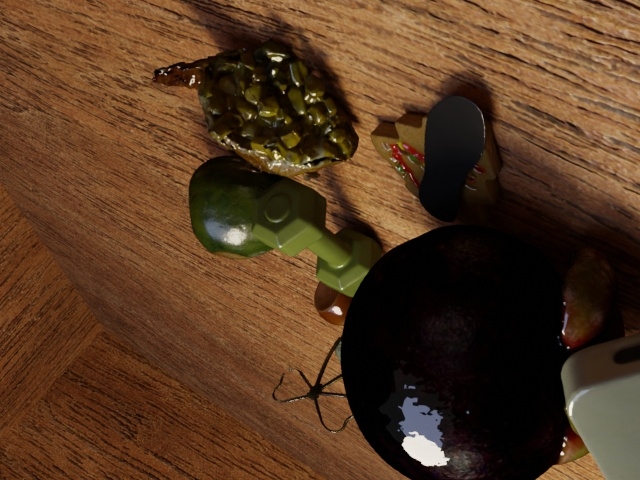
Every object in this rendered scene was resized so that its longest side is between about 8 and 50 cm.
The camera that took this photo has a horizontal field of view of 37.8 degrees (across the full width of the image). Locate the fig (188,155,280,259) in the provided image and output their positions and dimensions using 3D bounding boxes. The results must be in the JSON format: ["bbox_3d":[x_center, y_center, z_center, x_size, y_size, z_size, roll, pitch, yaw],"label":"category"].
[{"bbox_3d":[-0.122,-0.056,1.701,0.245,0.195,0.195,8,161,-13],"label":"fig"}]

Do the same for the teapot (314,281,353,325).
[{"bbox_3d":[0.058,0.112,1.788,0.116,0.116,0.173,45,130,-9],"label":"teapot"}]

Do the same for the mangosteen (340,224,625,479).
[{"bbox_3d":[0.239,0.165,1.274,0.435,0.382,0.382,-2,134,41],"label":"mangosteen"}]

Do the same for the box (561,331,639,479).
[{"bbox_3d":[0.506,0.220,1.068,0.367,0.090,0.373,-20,124,24],"label":"box"}]

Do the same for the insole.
[{"bbox_3d":[0.168,-0.105,1.238,0.086,0.005,0.253,34,151,17],"label":"insole"}]

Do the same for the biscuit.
[{"bbox_3d":[0.170,-0.106,1.284,0.212,0.041,0.238,42,158,1],"label":"biscuit"}]

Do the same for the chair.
[{"bbox_3d":[0.080,0.215,1.635,0.160,0.325,0.170,26,152,31],"label":"chair"}]

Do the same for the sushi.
[{"bbox_3d":[-0.086,-0.195,1.389,0.296,0.167,0.179,44,-179,9],"label":"sushi"}]

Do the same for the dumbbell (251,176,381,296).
[{"bbox_3d":[0.000,0.000,1.541,0.108,0.121,0.302,-7,158,25],"label":"dumbbell"}]
